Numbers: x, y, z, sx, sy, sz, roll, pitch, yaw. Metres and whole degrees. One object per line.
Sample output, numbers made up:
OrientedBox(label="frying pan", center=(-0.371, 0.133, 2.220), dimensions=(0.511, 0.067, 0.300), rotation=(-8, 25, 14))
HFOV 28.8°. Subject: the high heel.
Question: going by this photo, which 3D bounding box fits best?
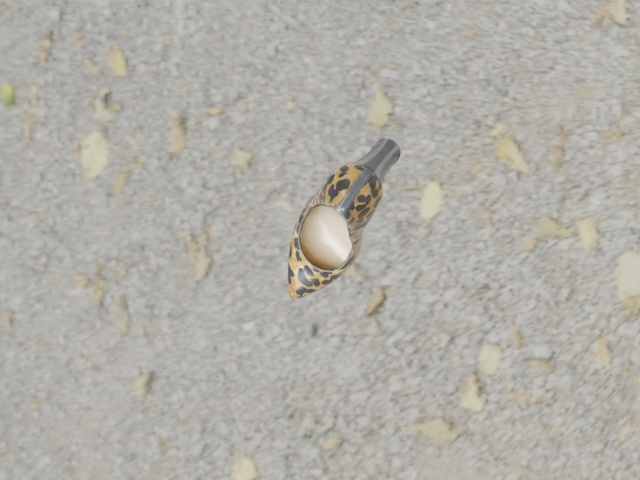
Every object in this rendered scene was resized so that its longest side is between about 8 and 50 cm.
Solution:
OrientedBox(label="high heel", center=(0.000, 0.000, 1.528), dimensions=(0.093, 0.186, 0.261), rotation=(34, 119, 3))
